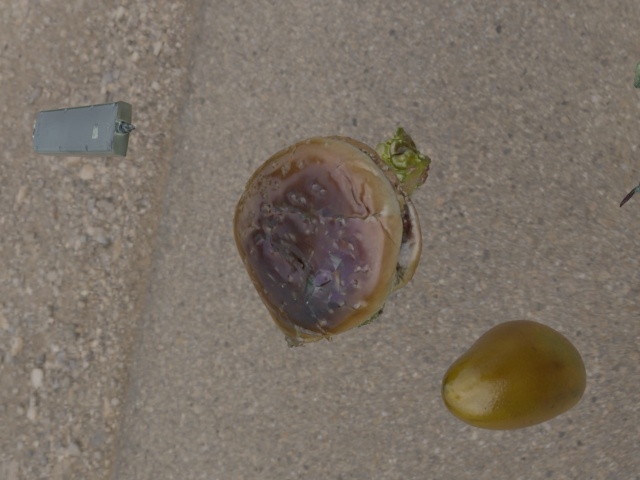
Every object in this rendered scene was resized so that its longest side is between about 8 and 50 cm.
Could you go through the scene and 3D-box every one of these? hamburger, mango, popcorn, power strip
[{"bbox_3d":[0.000,0.000,0.857,0.243,0.146,0.286,26,121,23],"label":"hamburger"},{"bbox_3d":[0.253,0.177,0.881,0.113,0.253,0.138,-26,71,52],"label":"mango"},{"bbox_3d":[0.121,-0.116,1.037,0.097,0.089,0.109,19,56,10],"label":"popcorn"},{"bbox_3d":[-0.284,-0.133,0.804,0.252,0.027,0.060,8,90,44],"label":"power strip"}]

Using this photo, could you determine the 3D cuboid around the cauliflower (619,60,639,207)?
[{"bbox_3d":[0.425,-0.110,0.662,0.239,0.256,0.315,41,143,15],"label":"cauliflower"}]
